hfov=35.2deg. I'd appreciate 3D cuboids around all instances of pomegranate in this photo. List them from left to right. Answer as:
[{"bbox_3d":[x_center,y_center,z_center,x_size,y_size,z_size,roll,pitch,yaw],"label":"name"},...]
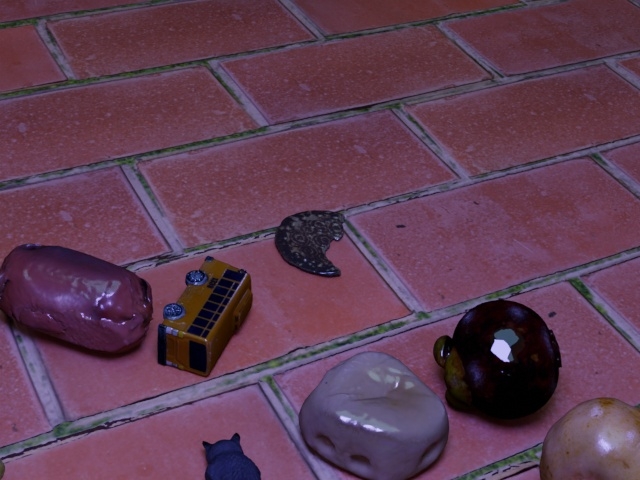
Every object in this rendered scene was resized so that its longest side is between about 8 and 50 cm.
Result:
[{"bbox_3d":[0.415,0.332,1.477,0.207,0.207,0.207,4,39,-3],"label":"pomegranate"}]

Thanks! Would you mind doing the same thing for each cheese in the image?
[{"bbox_3d":[0.086,0.267,1.577,0.235,0.117,0.218,7,37,-5],"label":"cheese"}]

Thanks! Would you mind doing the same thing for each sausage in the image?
[{"bbox_3d":[-0.412,0.096,1.689,0.280,0.152,0.152,16,40,10],"label":"sausage"}]

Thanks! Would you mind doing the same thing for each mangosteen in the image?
[{"bbox_3d":[0.288,0.195,1.635,0.210,0.210,0.210,4,39,-3],"label":"mangosteen"}]

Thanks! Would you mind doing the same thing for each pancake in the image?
[{"bbox_3d":[0.000,0.000,1.970,0.184,0.020,0.190,31,46,28],"label":"pancake"}]

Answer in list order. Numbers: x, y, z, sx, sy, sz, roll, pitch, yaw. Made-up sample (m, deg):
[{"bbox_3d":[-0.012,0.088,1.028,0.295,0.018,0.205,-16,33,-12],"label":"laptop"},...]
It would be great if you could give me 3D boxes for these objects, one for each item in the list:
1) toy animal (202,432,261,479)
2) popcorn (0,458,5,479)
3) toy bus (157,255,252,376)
[{"bbox_3d":[-0.129,0.347,1.448,0.121,0.117,0.210,-16,46,-16],"label":"toy animal"},{"bbox_3d":[-0.577,0.291,1.369,0.250,0.235,0.242,37,28,15],"label":"popcorn"},{"bbox_3d":[-0.193,0.126,1.723,0.114,0.098,0.201,17,40,11],"label":"toy bus"}]
